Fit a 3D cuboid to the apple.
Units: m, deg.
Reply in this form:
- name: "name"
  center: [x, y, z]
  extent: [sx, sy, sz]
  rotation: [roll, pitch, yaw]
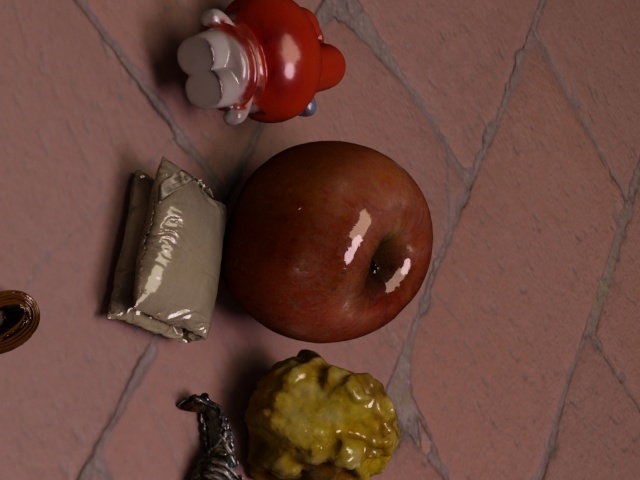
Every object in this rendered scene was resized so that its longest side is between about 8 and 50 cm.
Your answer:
- name: "apple"
  center: [0.000, 0.000, 1.664]
  extent: [0.253, 0.253, 0.254]
  rotation: [13, 73, -51]

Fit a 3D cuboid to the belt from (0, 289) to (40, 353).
- name: "belt"
  center: [-0.315, 0.080, 1.386]
  extent: [0.083, 0.036, 0.059]
  rotation: [-36, 105, -50]

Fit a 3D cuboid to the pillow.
- name: "pillow"
  center: [-0.162, 0.019, 1.563]
  extent: [0.134, 0.077, 0.181]
  rotation: [33, 59, -46]

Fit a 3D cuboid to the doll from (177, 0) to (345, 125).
- name: "doll"
  center: [-0.063, -0.218, 1.698]
  extent: [0.290, 0.129, 0.161]
  rotation: [-24, 101, -58]

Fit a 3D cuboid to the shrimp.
- name: "shrimp"
  center: [-0.110, 0.256, 1.588]
  extent: [0.076, 0.082, 0.174]
  rotation: [7, 71, -47]

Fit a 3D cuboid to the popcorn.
- name: "popcorn"
  center: [-0.001, 0.221, 1.658]
  extent: [0.198, 0.197, 0.156]
  rotation: [57, 46, -29]
